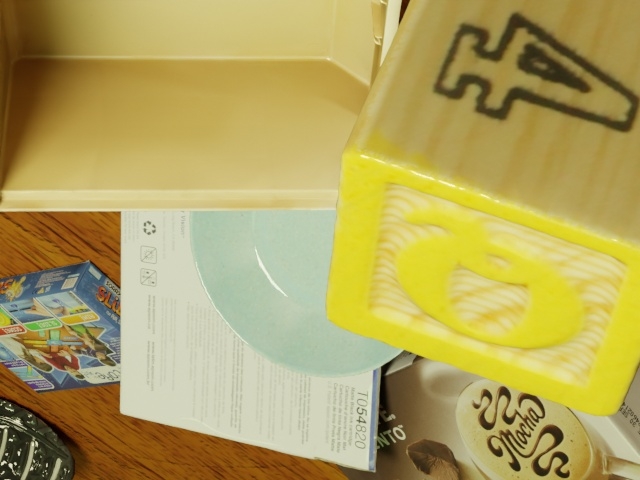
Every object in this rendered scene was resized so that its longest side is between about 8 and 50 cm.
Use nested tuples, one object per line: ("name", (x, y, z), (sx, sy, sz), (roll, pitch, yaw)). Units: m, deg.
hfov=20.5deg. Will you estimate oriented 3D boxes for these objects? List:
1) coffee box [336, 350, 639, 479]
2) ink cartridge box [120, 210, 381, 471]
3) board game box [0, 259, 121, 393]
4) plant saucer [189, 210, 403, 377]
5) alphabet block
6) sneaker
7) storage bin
("coffee box", (0.138, 0.122, 1.328), (0.168, 0.119, 0.297), (50, 143, -9))
("ink cartridge box", (-0.047, 0.048, 1.336), (0.224, 0.045, 0.223), (12, 111, 22))
("board game box", (-0.239, 0.084, 1.634), (0.201, 0.035, 0.136), (-10, 135, 42))
("plant saucer", (0.000, 0.000, 1.248), (0.195, 0.037, 0.195), (8, 109, 23))
("alphabet block", (0.126, -0.044, 1.047), (0.193, 0.197, 0.192), (18, 148, 9))
("sneaker", (-0.387, 0.209, 1.881), (0.271, 0.100, 0.108), (15, 172, 9))
("storage bin", (-0.077, -0.137, 1.050), (0.260, 0.123, 0.262), (0, 147, -3))
